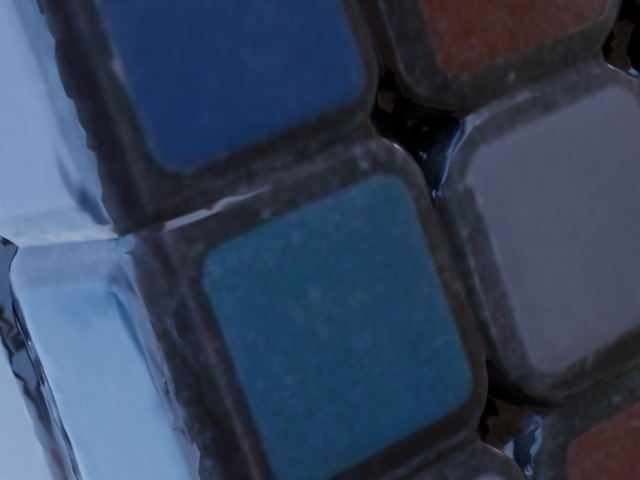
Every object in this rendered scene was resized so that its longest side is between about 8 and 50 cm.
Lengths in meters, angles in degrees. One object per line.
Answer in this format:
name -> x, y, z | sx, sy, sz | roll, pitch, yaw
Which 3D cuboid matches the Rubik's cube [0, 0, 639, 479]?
Rubik's cube -> 0.000, 0.000, 0.782 | 0.359, 0.363, 0.362 | -26, 15, -29
